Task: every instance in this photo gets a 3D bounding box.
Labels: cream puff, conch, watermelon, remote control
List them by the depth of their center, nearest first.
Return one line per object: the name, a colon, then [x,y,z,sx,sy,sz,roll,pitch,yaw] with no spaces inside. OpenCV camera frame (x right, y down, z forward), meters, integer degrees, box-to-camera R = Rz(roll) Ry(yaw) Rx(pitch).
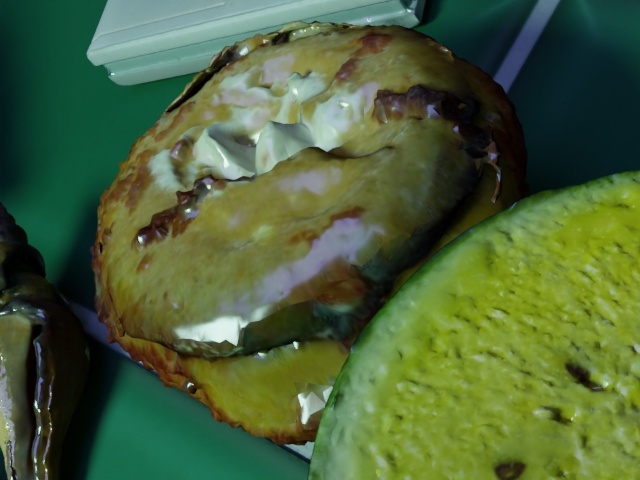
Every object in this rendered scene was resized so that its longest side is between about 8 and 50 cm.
watermelon: [0.119,0.051,0.438,0.301,0.123,0.129,-23,27,-11]
cream puff: [0.001,0.000,0.572,0.240,0.164,0.240,-18,37,14]
conch: [-0.193,0.079,0.731,0.086,0.080,0.233,-43,68,23]
remote control: [-0.045,-0.184,0.808,0.277,0.055,0.103,-5,59,34]
